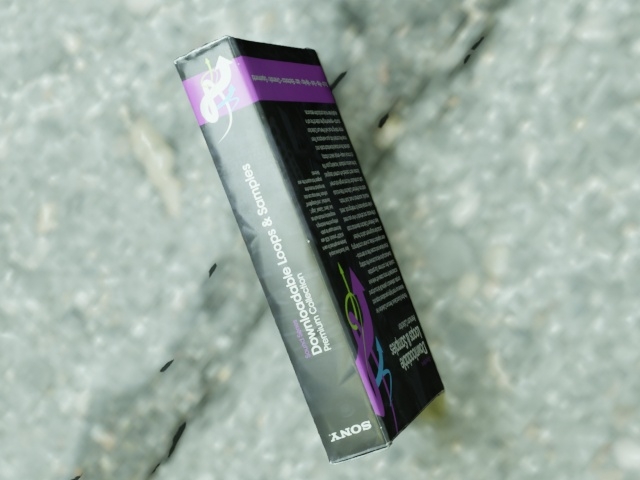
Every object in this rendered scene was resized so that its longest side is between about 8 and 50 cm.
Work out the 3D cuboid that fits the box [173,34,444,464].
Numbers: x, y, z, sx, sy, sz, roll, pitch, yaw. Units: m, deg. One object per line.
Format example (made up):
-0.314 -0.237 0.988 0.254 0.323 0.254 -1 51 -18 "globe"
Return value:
0.000 0.000 0.599 0.029 0.116 0.162 -23 88 16 "box"
